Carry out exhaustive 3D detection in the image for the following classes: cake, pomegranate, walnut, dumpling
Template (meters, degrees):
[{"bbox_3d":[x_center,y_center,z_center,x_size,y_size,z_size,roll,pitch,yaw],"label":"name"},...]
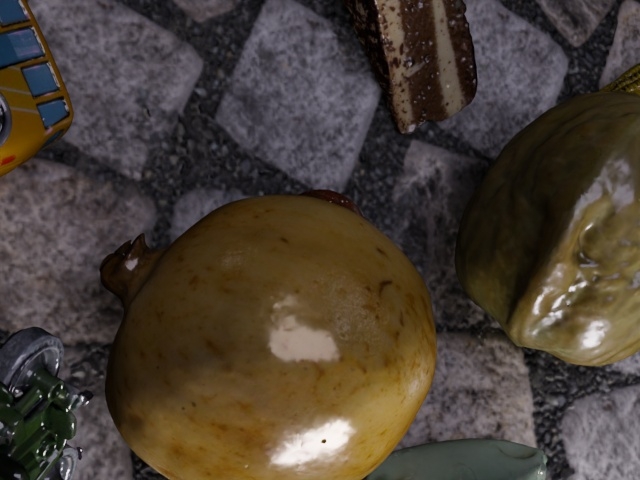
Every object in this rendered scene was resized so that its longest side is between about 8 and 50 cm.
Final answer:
[{"bbox_3d":[0.077,-0.250,1.638,0.112,0.135,0.246,-25,121,-17],"label":"cake"},{"bbox_3d":[-0.038,0.101,1.375,0.307,0.307,0.307,6,77,-26],"label":"pomegranate"},{"bbox_3d":[0.263,-0.015,1.562,0.227,0.283,0.283,29,66,8],"label":"walnut"},{"bbox_3d":[0.128,0.267,1.523,0.217,0.105,0.149,1,79,-27],"label":"dumpling"}]

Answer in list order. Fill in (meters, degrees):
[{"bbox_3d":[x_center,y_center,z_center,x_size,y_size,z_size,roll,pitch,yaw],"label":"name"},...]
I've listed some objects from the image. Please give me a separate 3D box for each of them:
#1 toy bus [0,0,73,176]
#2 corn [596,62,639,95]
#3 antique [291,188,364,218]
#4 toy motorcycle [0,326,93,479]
[{"bbox_3d":[-0.307,-0.153,1.381,0.136,0.126,0.209,-26,92,-37],"label":"toy bus"},{"bbox_3d":[0.329,-0.142,1.725,0.203,0.072,0.072,-33,95,-27],"label":"corn"},{"bbox_3d":[0.000,0.000,1.516,0.104,0.104,0.104,6,77,-26],"label":"antique"},{"bbox_3d":[-0.294,0.131,1.296,0.205,0.275,0.127,28,53,18],"label":"toy motorcycle"}]
